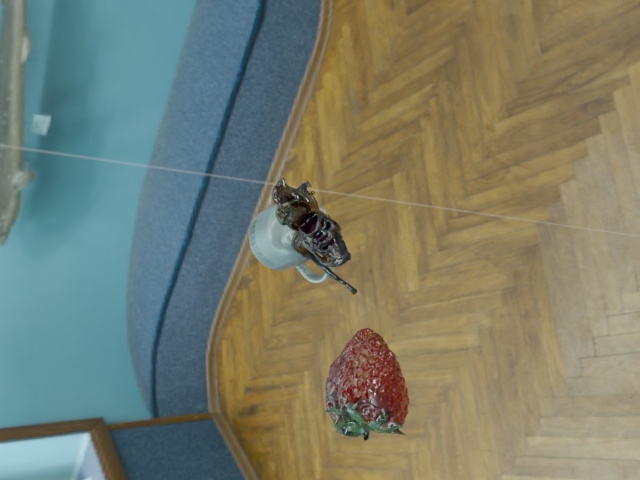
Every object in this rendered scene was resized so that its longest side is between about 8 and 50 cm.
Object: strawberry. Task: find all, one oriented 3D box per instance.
[{"bbox_3d":[0.067,0.210,0.930,0.131,0.131,0.148,-49,11,36],"label":"strawberry"}]

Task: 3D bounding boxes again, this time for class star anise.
[{"bbox_3d":[0.000,0.000,0.838,0.070,0.191,0.097,-40,20,8],"label":"star anise"}]

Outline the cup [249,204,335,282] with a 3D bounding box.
[{"bbox_3d":[-0.052,0.003,1.300,0.142,0.134,0.174,-21,76,58],"label":"cup"}]
